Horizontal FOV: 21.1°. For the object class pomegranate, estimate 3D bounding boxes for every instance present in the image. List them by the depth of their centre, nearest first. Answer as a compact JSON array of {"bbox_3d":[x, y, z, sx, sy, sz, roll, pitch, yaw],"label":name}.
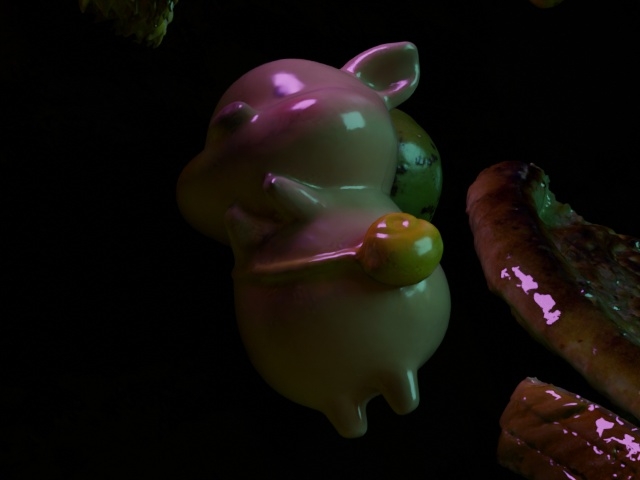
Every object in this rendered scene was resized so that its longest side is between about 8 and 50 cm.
[{"bbox_3d":[0.021,-0.047,1.267,0.142,0.114,0.115,11,46,-28],"label":"pomegranate"}]

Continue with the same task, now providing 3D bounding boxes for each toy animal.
[{"bbox_3d":[0.003,-0.001,1.076,0.149,0.165,0.248,35,37,-58],"label":"toy animal"}]

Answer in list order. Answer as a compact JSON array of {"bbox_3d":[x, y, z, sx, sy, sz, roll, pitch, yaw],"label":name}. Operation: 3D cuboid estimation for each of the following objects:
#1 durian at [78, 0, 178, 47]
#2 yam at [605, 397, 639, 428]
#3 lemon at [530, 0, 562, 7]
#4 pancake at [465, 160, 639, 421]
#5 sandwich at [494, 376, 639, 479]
[{"bbox_3d":[-0.122,-0.209,1.104,0.165,0.132,0.182,10,63,-50],"label":"durian"},{"bbox_3d":[0.287,0.103,1.734,0.253,0.061,0.061,59,20,1],"label":"yam"},{"bbox_3d":[0.225,-0.425,2.050,0.245,0.245,0.320,-1,70,-67],"label":"lemon"},{"bbox_3d":[0.290,0.062,1.563,0.304,0.067,0.427,15,27,-20],"label":"pancake"},{"bbox_3d":[0.277,0.209,1.383,0.226,0.087,0.251,27,-4,46],"label":"sandwich"}]
